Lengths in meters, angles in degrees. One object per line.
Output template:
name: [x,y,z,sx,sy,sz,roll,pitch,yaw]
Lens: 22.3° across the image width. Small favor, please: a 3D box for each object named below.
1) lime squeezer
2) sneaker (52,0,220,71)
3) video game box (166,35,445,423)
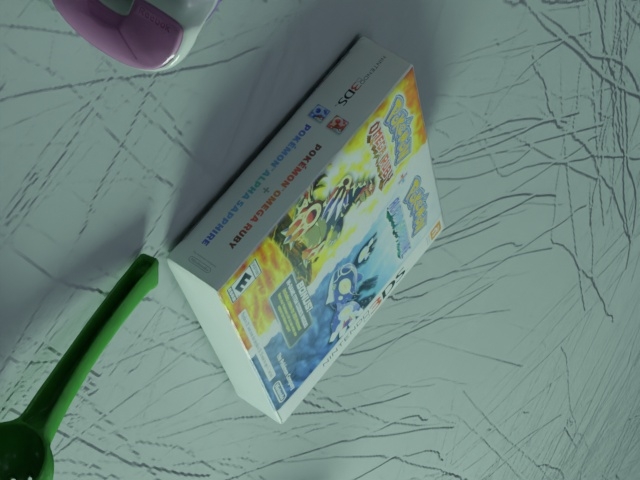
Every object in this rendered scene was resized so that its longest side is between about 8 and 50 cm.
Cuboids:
lime squeezer: [-0.184,0.108,0.808,0.310,0.059,0.110,-25,141,-48]
sneaker: [-0.046,-0.190,0.679,0.104,0.095,0.236,-39,156,-47]
video game box: [0.000,0.000,1.030,0.187,0.048,0.205,-52,155,-17]
